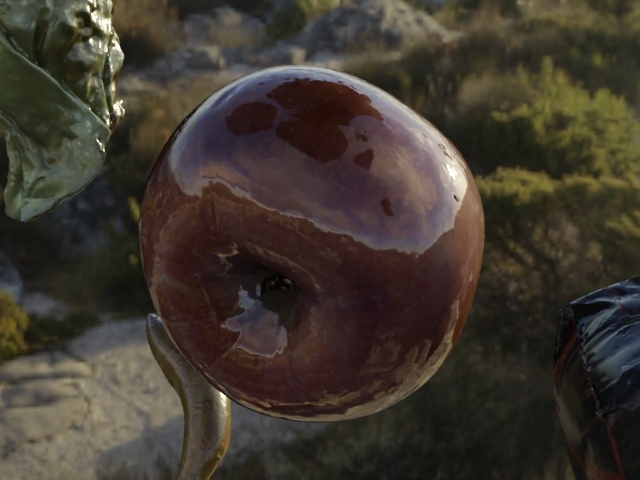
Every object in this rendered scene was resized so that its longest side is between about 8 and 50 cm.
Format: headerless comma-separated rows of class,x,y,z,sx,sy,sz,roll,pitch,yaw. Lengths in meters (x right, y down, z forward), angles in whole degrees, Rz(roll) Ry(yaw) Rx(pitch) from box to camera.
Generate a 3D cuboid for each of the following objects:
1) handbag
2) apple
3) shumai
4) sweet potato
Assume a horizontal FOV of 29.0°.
handbag,0.268,0.148,0.964,0.155,0.215,0.169,-21,27,5
apple,0.000,0.000,1.015,0.305,0.306,0.235,15,37,18
shumai,-0.381,-0.198,1.689,0.292,0.330,0.288,4,59,-33
sweet potato,-0.181,0.252,1.785,0.108,0.079,0.346,-21,60,18
